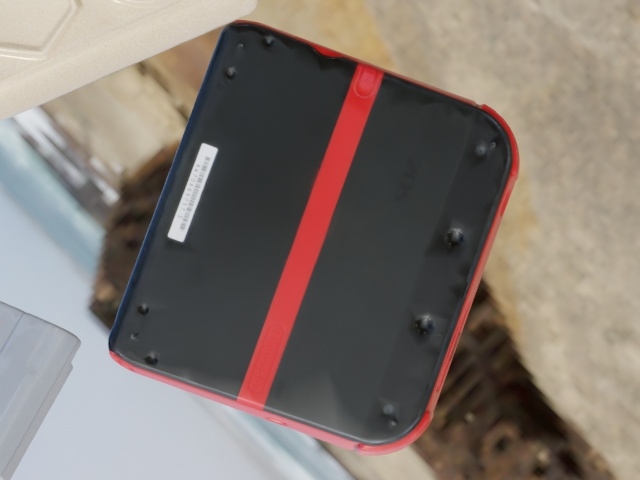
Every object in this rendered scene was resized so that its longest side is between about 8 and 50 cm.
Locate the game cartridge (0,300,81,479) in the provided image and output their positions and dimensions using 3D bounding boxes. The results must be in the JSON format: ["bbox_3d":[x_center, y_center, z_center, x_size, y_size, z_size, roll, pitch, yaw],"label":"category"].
[{"bbox_3d":[-0.421,0.138,1.935,0.297,0.198,0.062,20,158,25],"label":"game cartridge"}]

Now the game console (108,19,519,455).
[{"bbox_3d":[0.000,0.000,1.875,0.342,0.386,0.060,20,176,3],"label":"game console"}]

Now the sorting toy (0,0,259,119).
[{"bbox_3d":[-0.162,-0.198,1.110,0.038,0.193,0.208,-99,-15,-68],"label":"sorting toy"}]
